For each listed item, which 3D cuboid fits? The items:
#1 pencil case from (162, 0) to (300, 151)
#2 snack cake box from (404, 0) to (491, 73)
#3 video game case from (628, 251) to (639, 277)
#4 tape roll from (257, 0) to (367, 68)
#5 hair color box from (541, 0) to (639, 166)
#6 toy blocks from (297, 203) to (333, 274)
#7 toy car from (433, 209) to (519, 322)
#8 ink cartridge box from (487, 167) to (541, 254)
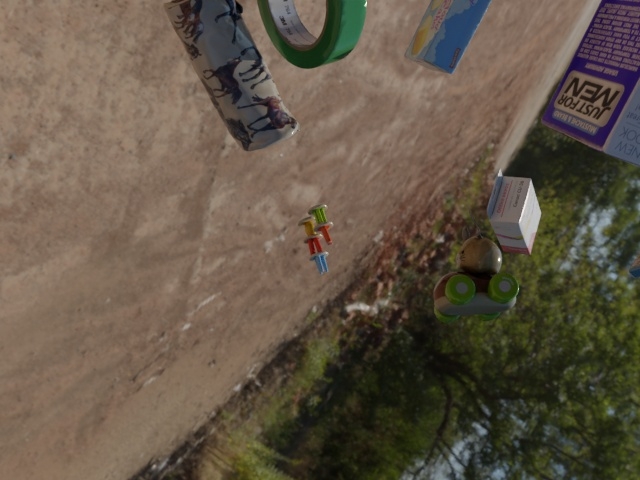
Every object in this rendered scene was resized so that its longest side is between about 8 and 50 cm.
[{"bbox_3d":[-0.199,-0.410,1.469,0.183,0.160,0.410,-36,114,-20],"label":"pencil case"},{"bbox_3d":[0.322,-0.548,1.490,0.264,0.089,0.152,-63,-162,12],"label":"snack cake box"},{"bbox_3d":[0.462,-0.029,0.755,0.166,0.015,0.119,-49,-177,-21],"label":"video game case"},{"bbox_3d":[-0.030,-0.553,1.371,0.077,0.321,0.321,-25,149,-30],"label":"tape roll"},{"bbox_3d":[0.352,-0.214,0.498,0.110,0.185,0.339,-113,-139,-62],"label":"hair color box"},{"bbox_3d":[0.000,0.000,1.546,0.054,0.148,0.123,-8,160,-28],"label":"toy blocks"},{"bbox_3d":[0.281,0.044,1.152,0.155,0.148,0.188,86,2,-68],"label":"toy car"},{"bbox_3d":[0.431,-0.063,1.358,0.198,0.067,0.115,45,60,-52],"label":"ink cartridge box"}]
